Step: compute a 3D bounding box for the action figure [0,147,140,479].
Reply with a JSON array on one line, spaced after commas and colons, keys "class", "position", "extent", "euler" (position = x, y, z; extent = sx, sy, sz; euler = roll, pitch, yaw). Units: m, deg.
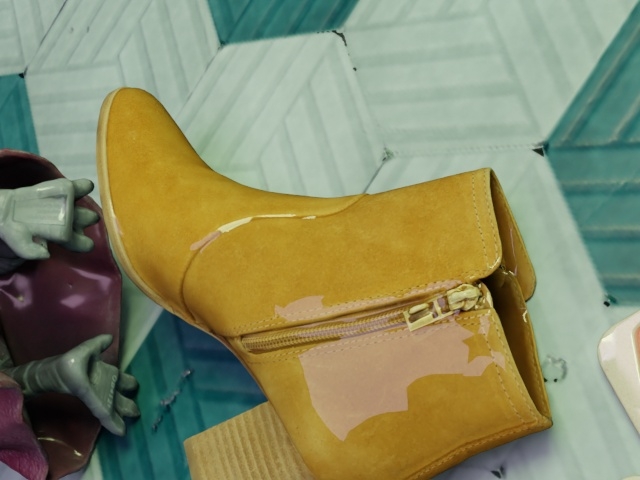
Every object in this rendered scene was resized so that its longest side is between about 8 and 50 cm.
[{"class": "action figure", "position": [-0.311, 0.056, 0.702], "extent": [0.370, 0.276, 0.248], "euler": [3, 84, 20]}]

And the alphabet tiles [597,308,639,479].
[{"class": "alphabet tiles", "position": [0.250, 0.115, 0.455], "extent": [0.284, 0.021, 0.278], "euler": [-36, 60, 21]}]

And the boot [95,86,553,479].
[{"class": "boot", "position": [0.000, 0.000, 0.614], "extent": [0.211, 0.104, 0.295], "euler": [-27, 68, 19]}]
